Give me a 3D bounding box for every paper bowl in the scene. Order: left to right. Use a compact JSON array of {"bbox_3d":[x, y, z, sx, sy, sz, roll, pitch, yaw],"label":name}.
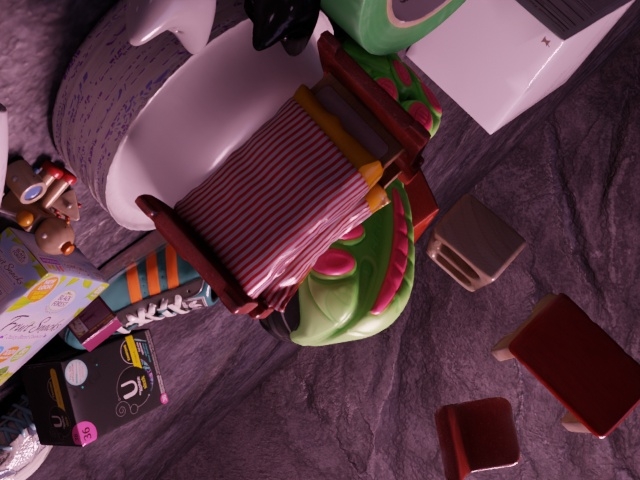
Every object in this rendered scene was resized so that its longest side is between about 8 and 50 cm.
[{"bbox_3d":[-0.100,-0.122,0.698,0.284,0.148,0.284,-40,166,-12],"label":"paper bowl"}]

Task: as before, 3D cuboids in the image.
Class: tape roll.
[{"bbox_3d":[0.133,-0.358,0.794,0.321,0.077,0.321,-41,166,-13],"label":"tape roll"}]

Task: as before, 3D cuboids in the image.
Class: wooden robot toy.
[{"bbox_3d":[-0.258,-0.025,0.673,0.076,0.079,0.173,-44,168,2],"label":"wooden robot toy"}]

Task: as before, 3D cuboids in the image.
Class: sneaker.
[{"bbox_3d":[-0.429,0.259,1.074,0.283,0.110,0.122,-34,146,-47],"label":"sneaker"},{"bbox_3d":[-0.215,0.063,0.988,0.302,0.121,0.108,-40,168,-10],"label":"sneaker"},{"bbox_3d":[0.018,-0.084,0.880,0.202,0.185,0.483,-31,-150,42],"label":"sneaker"}]

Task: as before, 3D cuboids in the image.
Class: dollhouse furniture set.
[{"bbox_3d":[0.065,0.045,0.573,0.201,0.374,0.152,-45,171,-3],"label":"dollhouse furniture set"}]

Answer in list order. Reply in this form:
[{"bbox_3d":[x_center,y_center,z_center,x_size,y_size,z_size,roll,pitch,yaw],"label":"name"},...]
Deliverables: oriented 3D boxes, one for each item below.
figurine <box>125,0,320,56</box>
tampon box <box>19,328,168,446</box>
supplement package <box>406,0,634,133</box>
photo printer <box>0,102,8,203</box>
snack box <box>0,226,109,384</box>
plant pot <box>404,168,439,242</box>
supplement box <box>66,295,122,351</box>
[{"bbox_3d":[-0.047,-0.227,0.478,0.215,0.092,0.209,-23,132,-56],"label":"figurine"},{"bbox_3d":[-0.324,0.208,1.033,0.101,0.120,0.161,-10,-174,34],"label":"tampon box"},{"bbox_3d":[0.320,-0.344,1.148,0.262,0.198,0.199,-34,165,-38],"label":"supplement package"},{"bbox_3d":[-0.318,0.007,0.393,0.256,0.107,0.307,-67,163,8],"label":"photo printer"},{"bbox_3d":[-0.348,0.088,0.760,0.207,0.070,0.174,-44,173,-2],"label":"snack box"},{"bbox_3d":[0.018,-0.042,1.111,0.267,0.236,0.267,-34,165,-34],"label":"plant pot"},{"bbox_3d":[-0.299,0.089,0.902,0.055,0.083,0.043,-39,166,-17],"label":"supplement box"}]
